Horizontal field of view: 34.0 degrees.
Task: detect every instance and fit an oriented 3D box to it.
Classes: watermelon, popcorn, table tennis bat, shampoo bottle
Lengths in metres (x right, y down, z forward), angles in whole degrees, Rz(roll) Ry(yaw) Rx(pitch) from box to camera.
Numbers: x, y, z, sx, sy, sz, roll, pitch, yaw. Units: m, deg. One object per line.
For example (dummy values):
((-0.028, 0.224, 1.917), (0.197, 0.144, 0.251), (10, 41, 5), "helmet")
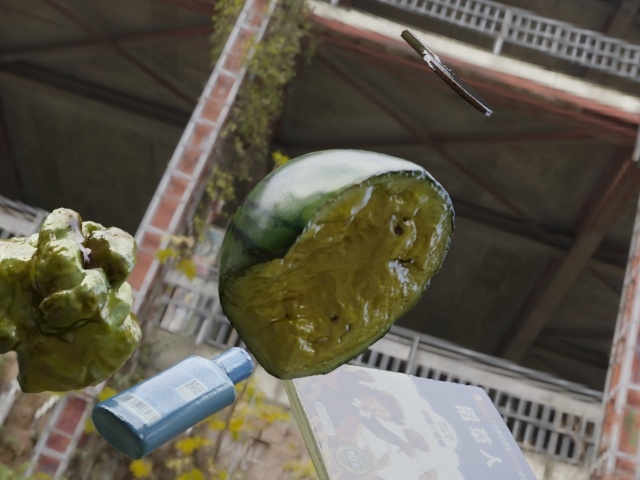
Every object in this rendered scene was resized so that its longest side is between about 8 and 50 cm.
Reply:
((0.000, 0.000, 1.333), (0.189, 0.331, 0.330), (44, -19, 28), "watermelon")
((-0.388, 0.081, 1.562), (0.276, 0.225, 0.276), (-1, -52, -1), "popcorn")
((0.209, -0.280, 1.745), (0.220, 0.019, 0.130), (50, 18, 28), "table tennis bat")
((-0.195, 0.220, 1.486), (0.104, 0.258, 0.061), (31, -56, 27), "shampoo bottle")

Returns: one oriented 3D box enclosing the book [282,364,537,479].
((0.155, 0.326, 1.743), (0.428, 0.300, 0.039), (12, -60, -28), "book")
